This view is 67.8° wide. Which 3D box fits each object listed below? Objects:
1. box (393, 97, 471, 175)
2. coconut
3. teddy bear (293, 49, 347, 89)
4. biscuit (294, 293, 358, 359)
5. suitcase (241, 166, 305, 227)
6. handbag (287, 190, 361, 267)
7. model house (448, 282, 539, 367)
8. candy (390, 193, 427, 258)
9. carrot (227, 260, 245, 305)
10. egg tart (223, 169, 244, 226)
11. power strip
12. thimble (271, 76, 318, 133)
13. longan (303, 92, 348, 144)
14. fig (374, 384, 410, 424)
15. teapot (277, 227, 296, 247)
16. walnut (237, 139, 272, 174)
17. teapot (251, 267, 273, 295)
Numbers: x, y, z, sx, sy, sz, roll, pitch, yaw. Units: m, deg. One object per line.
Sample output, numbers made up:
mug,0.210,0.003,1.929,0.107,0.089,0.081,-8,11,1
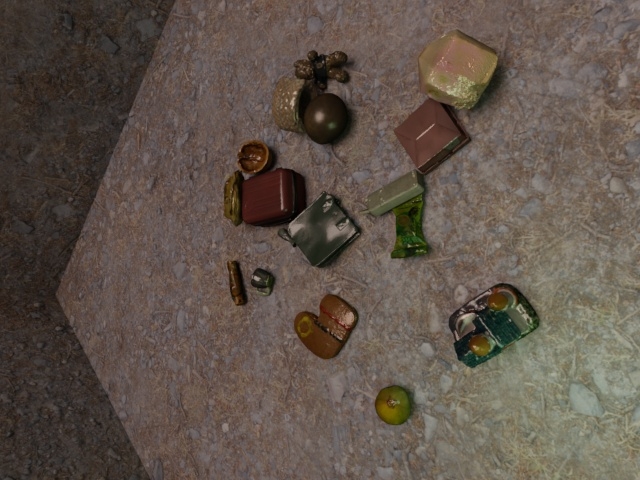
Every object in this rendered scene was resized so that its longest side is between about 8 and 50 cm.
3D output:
box,0.404,-0.391,1.756,0.215,0.086,0.215,-38,64,28
coconut,0.448,-0.580,1.618,0.245,0.233,0.233,21,101,-3
teddy bear,0.010,-0.750,2.079,0.251,0.129,0.182,2,128,18
biscuit,0.011,0.344,2.001,0.262,0.052,0.277,43,110,33
suitcase,-0.218,-0.190,2.169,0.296,0.161,0.237,-10,78,36
handbag,0.012,-0.045,2.004,0.260,0.079,0.248,-43,62,11
model house,0.503,0.270,1.483,0.271,0.300,0.190,-41,69,27
candy,0.332,-0.053,1.785,0.148,0.069,0.247,-12,71,38
carrot,-0.416,0.208,2.343,0.068,0.069,0.229,-27,67,33
egg tart,-0.414,-0.202,2.270,0.094,0.279,0.279,2,85,-1
power strip,0.266,-0.171,1.839,0.288,0.053,0.093,-28,47,36
thimble,-0.103,-0.594,2.101,0.148,0.196,0.229,18,104,32
longan,0.020,-0.512,2.006,0.198,0.198,0.212,47,111,32
fig,0.265,0.600,1.739,0.135,0.120,0.153,31,127,31
teapot,-0.147,-0.011,2.174,0.110,0.042,0.043,40,109,29
walnut,-0.306,-0.392,2.307,0.211,0.087,0.167,18,89,36
teapot,-0.264,0.194,2.227,0.090,0.124,0.092,17,54,23
